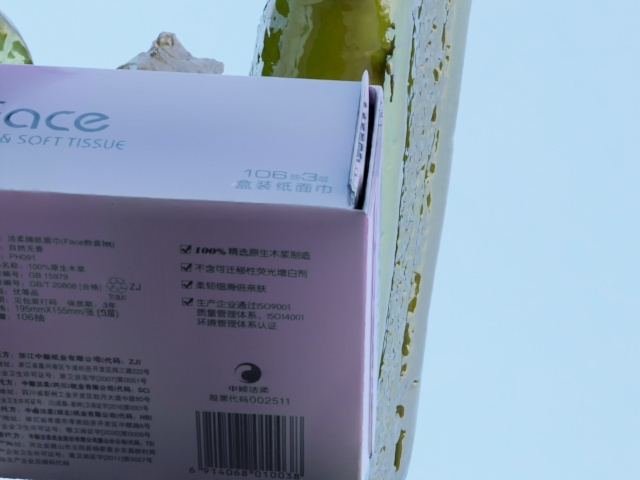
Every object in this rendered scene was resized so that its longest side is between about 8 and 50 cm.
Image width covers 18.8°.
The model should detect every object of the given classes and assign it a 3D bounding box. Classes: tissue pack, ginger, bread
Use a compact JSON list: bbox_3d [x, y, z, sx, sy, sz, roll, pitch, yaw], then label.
[{"bbox_3d":[-0.099,0.012,0.746,0.246,0.092,0.148,4,-53,4],"label":"tissue pack"},{"bbox_3d":[-0.129,-0.071,1.385,0.096,0.165,0.067,53,-27,-20],"label":"ginger"},{"bbox_3d":[0.000,0.000,1.076,0.112,0.166,0.384,13,-71,20],"label":"bread"}]

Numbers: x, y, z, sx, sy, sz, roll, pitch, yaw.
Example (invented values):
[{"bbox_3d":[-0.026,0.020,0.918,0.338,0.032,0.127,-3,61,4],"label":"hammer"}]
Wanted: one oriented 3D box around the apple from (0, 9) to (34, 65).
[{"bbox_3d":[-0.302,-0.058,1.164,0.246,0.226,0.246,-24,-118,55],"label":"apple"}]
